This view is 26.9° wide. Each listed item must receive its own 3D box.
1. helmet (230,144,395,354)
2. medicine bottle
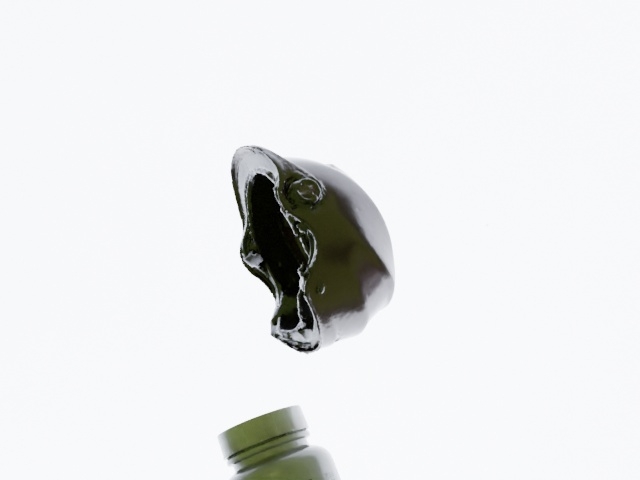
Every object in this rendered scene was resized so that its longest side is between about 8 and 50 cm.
[{"bbox_3d":[0.000,0.000,0.756,0.070,0.098,0.123,-10,-108,-21],"label":"helmet"},{"bbox_3d":[-0.018,0.187,0.907,0.079,0.079,0.140,-23,-102,7],"label":"medicine bottle"}]
